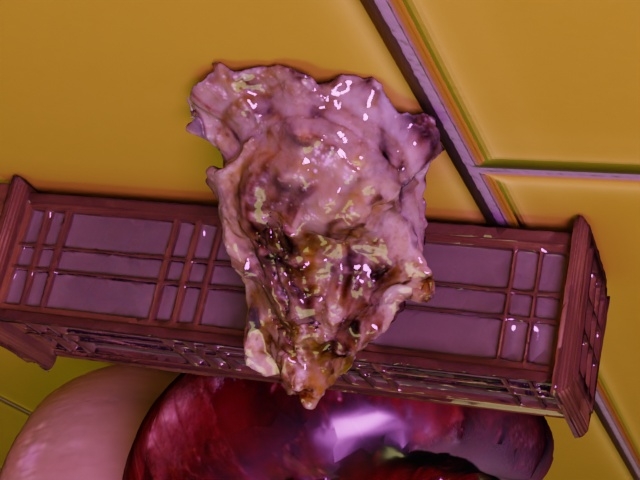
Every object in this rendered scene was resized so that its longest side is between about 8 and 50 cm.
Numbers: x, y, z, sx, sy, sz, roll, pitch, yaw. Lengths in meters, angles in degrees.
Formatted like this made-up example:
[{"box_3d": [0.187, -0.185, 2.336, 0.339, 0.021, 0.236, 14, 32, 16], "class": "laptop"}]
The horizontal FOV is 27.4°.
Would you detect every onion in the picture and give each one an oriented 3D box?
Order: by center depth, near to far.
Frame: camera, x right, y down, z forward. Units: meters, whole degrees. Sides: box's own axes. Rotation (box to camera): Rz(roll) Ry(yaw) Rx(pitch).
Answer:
[{"box_3d": [0.002, 0.125, 0.825, 0.272, 0.195, 0.272, -16, 145, -11], "class": "onion"}]

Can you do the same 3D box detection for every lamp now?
[{"box_3d": [-0.022, 0.032, 0.677, 0.325, 0.090, 0.089, 5, 160, 21], "class": "lamp"}]

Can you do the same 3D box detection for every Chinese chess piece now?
[{"box_3d": [-0.126, 0.262, 1.012, 0.140, 0.338, 0.338, -5, 157, 15], "class": "Chinese chess piece"}]

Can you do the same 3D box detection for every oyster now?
[{"box_3d": [0.003, -0.001, 0.561, 0.108, 0.053, 0.166, -6, 128, 9], "class": "oyster"}]
